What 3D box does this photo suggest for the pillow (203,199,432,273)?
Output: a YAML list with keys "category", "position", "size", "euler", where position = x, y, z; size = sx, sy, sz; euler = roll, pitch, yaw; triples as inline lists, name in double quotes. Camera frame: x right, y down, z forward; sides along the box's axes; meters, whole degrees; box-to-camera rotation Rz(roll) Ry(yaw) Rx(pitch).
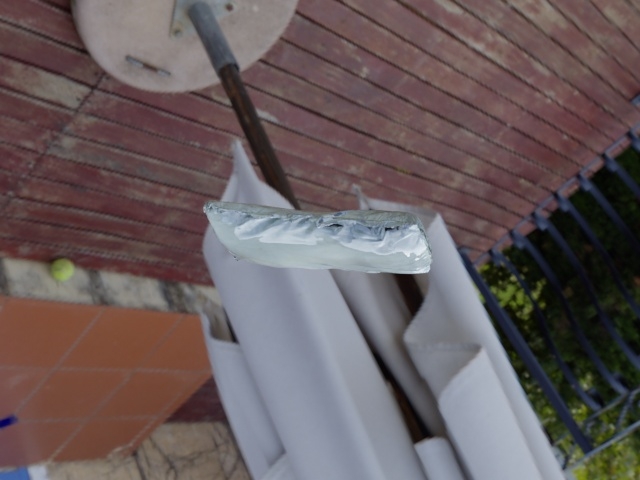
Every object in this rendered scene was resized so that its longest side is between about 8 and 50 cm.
- category: "pillow"
  position: [0.000, 0.000, 0.821]
  size: [0.229, 0.051, 0.128]
  euler: [4, 156, 11]
